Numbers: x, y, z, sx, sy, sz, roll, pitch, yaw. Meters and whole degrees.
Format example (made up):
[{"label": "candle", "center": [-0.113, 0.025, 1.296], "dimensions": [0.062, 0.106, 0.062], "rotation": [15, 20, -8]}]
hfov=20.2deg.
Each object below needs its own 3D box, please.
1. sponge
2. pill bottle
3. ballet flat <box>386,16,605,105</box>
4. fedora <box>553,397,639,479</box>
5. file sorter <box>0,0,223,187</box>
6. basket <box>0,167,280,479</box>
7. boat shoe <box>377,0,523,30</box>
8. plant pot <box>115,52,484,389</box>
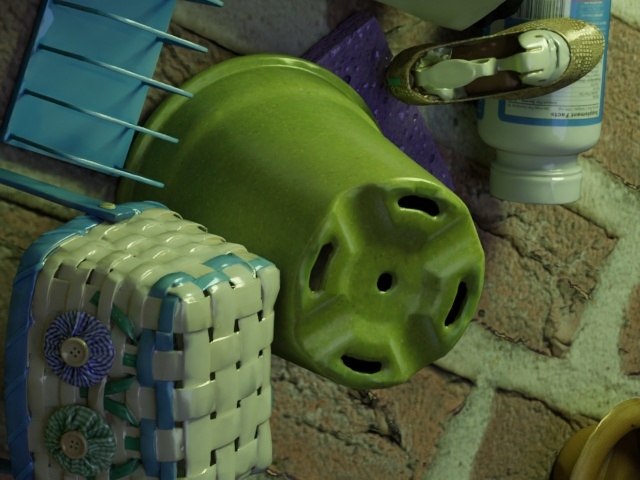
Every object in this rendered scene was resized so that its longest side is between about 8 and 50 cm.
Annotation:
[{"label": "sponge", "center": [0.044, -0.097, 1.696], "dimensions": [0.117, 0.031, 0.210], "rotation": [-41, 123, -22]}, {"label": "pill bottle", "center": [0.215, -0.152, 1.750], "dimensions": [0.124, 0.124, 0.222], "rotation": [-7, 108, -35]}, {"label": "ballet flat", "center": [0.164, -0.158, 1.646], "dimensions": [0.206, 0.067, 0.073], "rotation": [-13, 99, 0]}, {"label": "fedora", "center": [0.310, 0.261, 1.962], "dimensions": [0.194, 0.079, 0.194], "rotation": [-7, 102, -39]}, {"label": "file sorter", "center": [-0.169, -0.139, 1.480], "dimensions": [0.118, 0.104, 0.170], "rotation": [17, 93, -38]}, {"label": "basket", "center": [-0.182, 0.081, 1.420], "dimensions": [0.201, 0.289, 0.255], "rotation": [-18, 113, -50]}, {"label": "boat shoe", "center": [0.030, -0.314, 1.590], "dimensions": [0.340, 0.127, 0.158], "rotation": [20, 60, -27]}, {"label": "plant pot", "center": [0.000, 0.000, 1.525], "dimensions": [0.276, 0.254, 0.276], "rotation": [-9, 110, -26]}]
